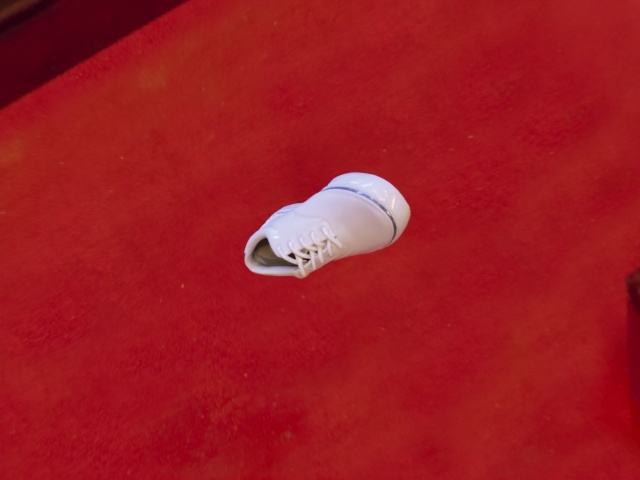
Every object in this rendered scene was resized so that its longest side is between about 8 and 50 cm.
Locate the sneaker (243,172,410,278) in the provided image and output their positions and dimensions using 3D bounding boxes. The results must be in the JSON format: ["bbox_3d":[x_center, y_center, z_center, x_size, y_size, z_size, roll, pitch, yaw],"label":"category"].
[{"bbox_3d":[0.000,0.000,0.808,0.094,0.258,0.091,47,61,-13],"label":"sneaker"}]
